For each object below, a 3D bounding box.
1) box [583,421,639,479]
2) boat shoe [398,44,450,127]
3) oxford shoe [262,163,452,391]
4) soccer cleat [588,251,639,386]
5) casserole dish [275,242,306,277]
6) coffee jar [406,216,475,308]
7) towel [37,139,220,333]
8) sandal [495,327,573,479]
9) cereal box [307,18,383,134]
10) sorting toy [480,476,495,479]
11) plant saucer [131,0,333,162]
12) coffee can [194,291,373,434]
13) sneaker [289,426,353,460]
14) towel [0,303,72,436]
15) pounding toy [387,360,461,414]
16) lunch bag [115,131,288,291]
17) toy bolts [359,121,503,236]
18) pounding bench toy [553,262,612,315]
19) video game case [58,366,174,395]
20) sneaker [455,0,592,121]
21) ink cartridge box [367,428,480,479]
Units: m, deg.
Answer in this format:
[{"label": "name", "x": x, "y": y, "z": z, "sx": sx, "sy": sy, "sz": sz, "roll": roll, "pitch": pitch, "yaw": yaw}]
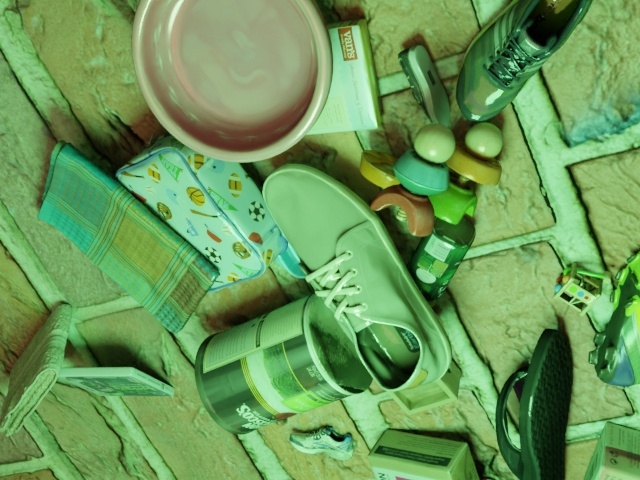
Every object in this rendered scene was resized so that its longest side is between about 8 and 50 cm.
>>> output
[{"label": "box", "x": 0.602, "y": 0.449, "z": 1.688, "sx": 0.232, "sy": 0.127, "sz": 0.149, "roll": 15, "pitch": 124, "yaw": 11}, {"label": "boat shoe", "x": 0.163, "y": -0.239, "z": 1.477, "sx": 0.040, "sy": 0.049, "sz": 0.142, "roll": -3, "pitch": 119, "yaw": 43}, {"label": "oxford shoe", "x": 0.052, "y": 0.065, "z": 1.561, "sx": 0.169, "sy": 0.130, "sz": 0.449, "roll": -35, "pitch": 90, "yaw": 40}, {"label": "soccer cleat", "x": 0.540, "y": 0.120, "z": 1.548, "sx": 0.121, "sy": 0.093, "sz": 0.289, "roll": 6, "pitch": 122, "yaw": -12}, {"label": "casserole dish", "x": 0.000, "y": 0.000, "z": 1.684, "sx": 0.188, "sy": 0.037, "sz": 0.114, "roll": -19, "pitch": 113, "yaw": 29}, {"label": "coffee jar", "x": 0.191, "y": 0.044, "z": 1.607, "sx": 0.079, "sy": 0.096, "sz": 0.184, "roll": 29, "pitch": 126, "yaw": 5}, {"label": "towel", "x": -0.368, "y": 0.002, "z": 1.741, "sx": 0.370, "sy": 0.040, "sz": 0.271, "roll": 41, "pitch": 144, "yaw": 1}, {"label": "sandal", "x": 0.373, "y": 0.352, "z": 1.699, "sx": 0.107, "sy": 0.167, "sz": 0.446, "roll": 16, "pitch": 126, "yaw": 31}, {"label": "cereal box", "x": -0.028, "y": -0.258, "z": 1.527, "sx": 0.240, "sy": 0.047, "sz": 0.173, "roll": -2, "pitch": 117, "yaw": 20}, {"label": "sorting toy", "x": 0.339, "y": 0.522, "z": 1.879, "sx": 0.061, "sy": 0.042, "sz": 0.102, "roll": -21, "pitch": 112, "yaw": 29}, {"label": "plant saucer", "x": -0.132, "y": -0.291, "z": 1.470, "sx": 0.332, "sy": 0.084, "sz": 0.332, "roll": 7, "pitch": 115, "yaw": 16}, {"label": "coffee can", "x": -0.067, "y": 0.226, "z": 1.745, "sx": 0.275, "sy": 0.201, "sz": 0.202, "roll": -25, "pitch": 109, "yaw": 30}, {"label": "sneaker", "x": 0.004, "y": 0.405, "z": 1.930, "sx": 0.135, "sy": 0.052, "sz": 0.058, "roll": 9, "pitch": 113, "yaw": 6}, {"label": "towel", "x": -0.604, "y": 0.274, "z": 1.981, "sx": 0.049, "sy": 0.187, "sz": 0.282, "roll": 24, "pitch": 128, "yaw": -25}, {"label": "pounding toy", "x": 0.183, "y": 0.226, "z": 1.734, "sx": 0.130, "sy": 0.100, "sz": 0.141, "roll": -24, "pitch": 120, "yaw": 31}, {"label": "lunch bag", "x": -0.217, "y": -0.057, "z": 1.667, "sx": 0.243, "sy": 0.115, "sz": 0.303, "roll": -17, "pitch": 114, "yaw": 47}, {"label": "toy bolts", "x": 0.161, "y": -0.127, "z": 1.450, "sx": 0.218, "sy": 0.228, "sz": 0.159, "roll": 31, "pitch": 115, "yaw": 16}, {"label": "pounding bench toy", "x": 0.434, "y": 0.069, "z": 1.561, "sx": 0.065, "sy": 0.052, "sz": 0.083, "roll": 33, "pitch": 125, "yaw": -1}, {"label": "video game case", "x": -0.430, "y": 0.297, "z": 1.969, "sx": 0.190, "sy": 0.022, "sz": 0.173, "roll": -4, "pitch": 156, "yaw": 22}, {"label": "sneaker", "x": 0.288, "y": -0.287, "z": 1.352, "sx": 0.111, "sy": 0.121, "sz": 0.300, "roll": 33, "pitch": 125, "yaw": -1}, {"label": "ink cartridge box", "x": 0.220, "y": 0.498, "z": 1.851, "sx": 0.193, "sy": 0.088, "sz": 0.235, "roll": -1, "pitch": 121, "yaw": 38}]
